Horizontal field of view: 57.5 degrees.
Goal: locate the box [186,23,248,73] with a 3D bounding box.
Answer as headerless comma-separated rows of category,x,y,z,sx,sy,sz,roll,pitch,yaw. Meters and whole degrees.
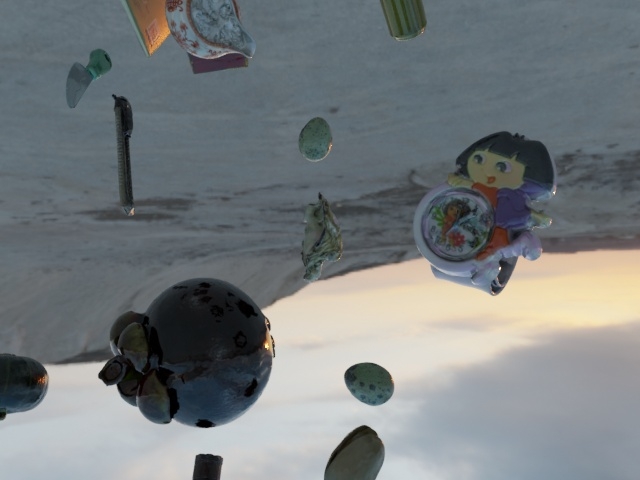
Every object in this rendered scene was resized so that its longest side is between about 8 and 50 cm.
box,-0.361,-0.715,1.910,0.197,0.089,0.313,-8,135,1

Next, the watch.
watch,0.280,-0.036,0.932,0.196,0.244,0.231,16,-179,31

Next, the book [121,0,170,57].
book,-0.352,-0.633,1.379,0.035,0.352,0.239,21,154,15

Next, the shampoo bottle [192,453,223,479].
shampoo bottle,-0.291,0.686,1.401,0.129,0.323,0.084,-14,142,25

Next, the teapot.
teapot,-0.232,-0.441,1.117,0.116,0.159,0.245,29,179,40

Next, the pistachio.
pistachio,0.067,0.441,1.163,0.113,0.149,0.113,24,178,1

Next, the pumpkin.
pumpkin,-0.610,0.276,1.108,0.167,0.125,0.167,11,172,2

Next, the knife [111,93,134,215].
knife,-0.531,-0.241,1.599,0.043,0.365,0.089,-13,163,14

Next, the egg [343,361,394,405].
egg,0.166,0.487,1.994,0.181,0.141,0.141,25,176,-5

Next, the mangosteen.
mangosteen,-0.263,0.227,1.156,0.346,0.307,0.307,-8,-178,-28

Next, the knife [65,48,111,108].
knife,-0.516,-0.365,1.280,0.034,0.063,0.260,-17,-147,11

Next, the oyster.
oyster,0.000,0.000,1.277,0.081,0.191,0.163,14,-157,-25

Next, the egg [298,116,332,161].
egg,-0.012,-0.253,1.456,0.085,0.110,0.085,5,-160,-2

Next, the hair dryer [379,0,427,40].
hair dryer,0.177,-0.577,1.345,0.090,0.135,0.279,-17,-142,13
